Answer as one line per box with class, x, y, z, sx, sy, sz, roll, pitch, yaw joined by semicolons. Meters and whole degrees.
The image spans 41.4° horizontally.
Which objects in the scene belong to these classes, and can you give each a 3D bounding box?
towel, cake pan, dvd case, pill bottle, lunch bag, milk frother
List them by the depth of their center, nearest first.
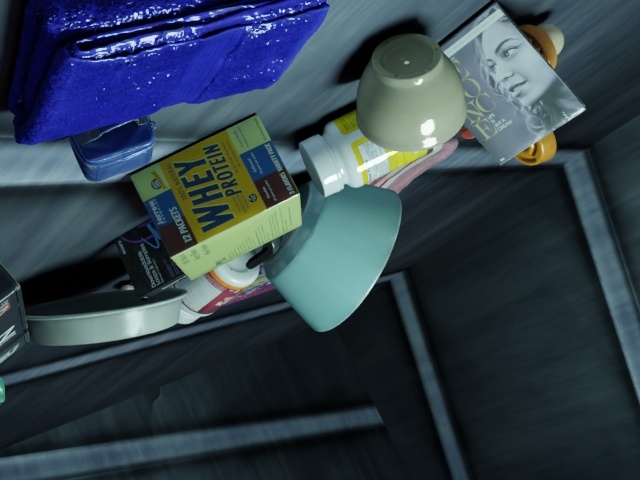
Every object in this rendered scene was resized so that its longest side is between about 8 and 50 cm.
towel;-0.147;-0.186;0.856;0.308;0.076;0.227;-21;166;-31
lunch bag;-0.236;-0.118;0.976;0.098;0.067;0.065;-25;169;-19
dvd case;0.276;-0.237;1.315;0.164;0.221;0.018;-35;-160;34
pill bottle;0.078;-0.160;1.389;0.208;0.119;0.119;-26;169;-6
cake pan;-0.378;0.131;1.489;0.293;0.054;0.293;-6;-175;0
milk frother;-0.133;-0.035;1.572;0.135;0.129;0.143;-37;-151;41
pill bottle;-0.233;0.083;1.747;0.121;0.121;0.221;-15;163;-48
towel;0.126;-0.136;1.827;0.329;0.037;0.237;-16;163;-46

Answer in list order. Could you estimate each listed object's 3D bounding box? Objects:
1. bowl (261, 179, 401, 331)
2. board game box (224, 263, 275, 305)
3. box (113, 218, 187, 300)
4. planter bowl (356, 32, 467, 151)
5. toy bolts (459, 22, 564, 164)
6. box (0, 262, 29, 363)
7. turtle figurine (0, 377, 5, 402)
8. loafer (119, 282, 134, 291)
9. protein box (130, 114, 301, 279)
bowl;0.000;0.000;1.629;0.311;0.163;0.311;-51;-160;26
board game box;-0.193;0.106;2.145;0.347;0.056;0.208;-17;169;-43
box;-0.251;0.012;1.403;0.162;0.116;0.029;-30;164;9
planter bowl;0.124;-0.220;1.194;0.162;0.162;0.109;-26;142;-9
toy bolts;0.342;-0.251;1.462;0.158;0.218;0.228;-36;-169;-21
box;-0.610;0.200;1.214;0.395;0.097;0.318;-41;177;-26
turtle figurine;-0.661;0.258;1.492;0.234;0.118;0.175;-6;-173;45
loafer;-0.372;0.096;1.723;0.045;0.039;0.125;4;171;13
protein box;-0.148;-0.058;1.275;0.201;0.136;0.200;-27;170;-5
